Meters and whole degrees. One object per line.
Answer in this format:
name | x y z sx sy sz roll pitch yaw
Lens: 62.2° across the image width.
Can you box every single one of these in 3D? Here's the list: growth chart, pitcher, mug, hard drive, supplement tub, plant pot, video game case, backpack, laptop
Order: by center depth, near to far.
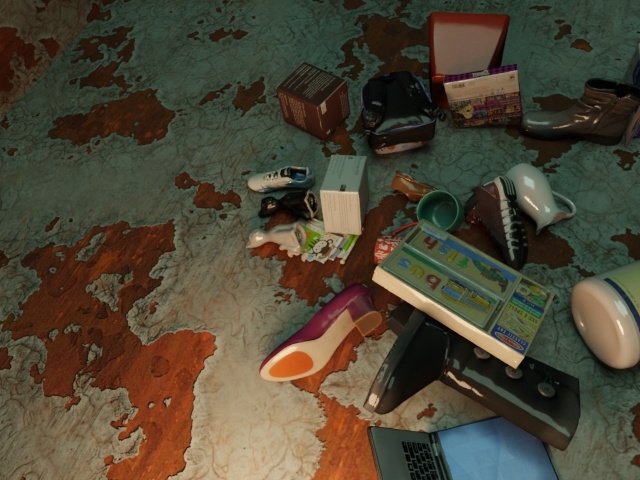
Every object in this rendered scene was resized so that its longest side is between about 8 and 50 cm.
laptop | 0.348 0.573 1.150 0.236 0.407 0.382 -34 51 28
supplement tub | 0.834 0.162 1.324 0.324 0.235 0.236 -18 57 -2
hard drive | 0.323 0.196 1.494 0.254 0.054 0.172 -38 60 -15
mug | 0.260 0.026 1.588 0.169 0.113 0.150 9 54 20
pitcher | 0.670 -0.138 1.624 0.177 0.126 0.207 -17 65 -26
mug | 0.361 -0.081 1.632 0.157 0.097 0.130 -8 82 31
growth chart | 0.000 0.000 1.694 0.237 0.021 0.172 14 60 20
video game case | 0.545 -0.474 1.766 0.231 0.210 0.042 -4 55 24
backpack | 0.259 -0.443 1.824 0.276 0.213 0.264 -8 65 -3
plant pot | 0.504 -0.615 1.878 0.267 0.267 0.236 8 72 14

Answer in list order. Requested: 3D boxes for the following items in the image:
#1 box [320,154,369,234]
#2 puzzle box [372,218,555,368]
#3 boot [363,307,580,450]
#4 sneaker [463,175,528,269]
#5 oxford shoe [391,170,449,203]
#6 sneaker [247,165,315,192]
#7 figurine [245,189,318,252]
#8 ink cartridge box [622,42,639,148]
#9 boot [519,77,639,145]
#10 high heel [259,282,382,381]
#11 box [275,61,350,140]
box | 0.080 -0.144 1.660 0.118 0.182 0.181 4 46 12
puzzle box | 0.371 0.118 1.370 0.408 0.052 0.272 31 46 19
boot | 0.366 0.361 1.245 0.444 0.146 0.367 30 46 13
sneaker | 0.520 -0.042 1.602 0.162 0.106 0.282 -16 76 44
oxford shoe | 0.329 -0.152 1.721 0.212 0.076 0.076 27 96 20
sneaker | -0.137 -0.218 1.819 0.236 0.086 0.085 -5 59 8
figurine | -0.134 -0.061 1.712 0.209 0.092 0.215 -1 54 29
ink cartridge box | 1.051 -0.471 1.735 0.065 0.165 0.333 10 60 14
boot | 0.833 -0.432 1.710 0.337 0.223 0.118 7 60 14
high heel | -0.011 0.258 1.507 0.376 0.127 0.181 -26 28 -2
box | -0.025 -0.509 1.935 0.203 0.169 0.167 31 66 25
